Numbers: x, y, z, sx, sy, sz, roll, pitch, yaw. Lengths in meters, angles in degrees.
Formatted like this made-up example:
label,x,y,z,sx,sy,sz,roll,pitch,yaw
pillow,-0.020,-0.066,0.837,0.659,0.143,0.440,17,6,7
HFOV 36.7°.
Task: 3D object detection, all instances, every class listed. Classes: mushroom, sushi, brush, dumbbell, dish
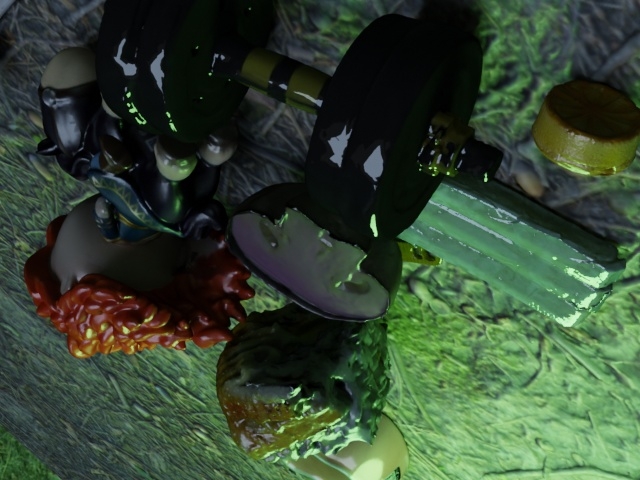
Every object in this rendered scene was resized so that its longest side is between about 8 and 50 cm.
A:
label,x,y,z,sx,sy,sz,roll,pitch,yaw
mushroom,0.000,0.000,1.005,0.188,0.117,0.141,27,132,-1
sushi,-0.017,0.155,1.101,0.184,0.274,0.139,-13,111,15
brush,0.043,0.004,1.078,0.218,0.010,0.083,5,134,38
dumbbell,-0.027,-0.135,0.821,0.388,0.185,0.185,26,145,20
dish,0.019,0.303,1.382,0.213,0.090,0.213,24,144,19

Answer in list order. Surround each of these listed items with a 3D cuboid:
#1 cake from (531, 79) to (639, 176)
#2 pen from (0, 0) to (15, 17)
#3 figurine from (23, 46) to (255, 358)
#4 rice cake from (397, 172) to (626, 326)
label,x,y,z,sx,sy,sz,roll,pitch,yaw
cake,0.208,-0.086,0.750,0.084,0.084,0.044,28,139,15
pen,-0.346,-0.285,1.081,0.033,0.033,0.269,50,145,-17
figurine,-0.217,-0.033,1.113,0.306,0.241,0.412,17,130,22
rice cake,0.178,0.004,0.924,0.211,0.038,0.124,32,146,10
